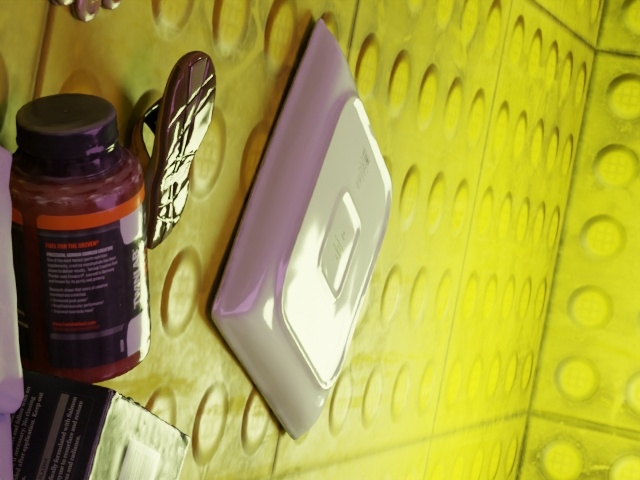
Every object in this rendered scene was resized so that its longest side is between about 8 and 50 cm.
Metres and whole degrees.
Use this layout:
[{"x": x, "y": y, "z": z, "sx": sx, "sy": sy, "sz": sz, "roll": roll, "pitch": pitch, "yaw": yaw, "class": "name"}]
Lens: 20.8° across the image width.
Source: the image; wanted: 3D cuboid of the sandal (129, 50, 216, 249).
[{"x": -0.132, "y": -0.075, "z": 1.435, "sx": 0.072, "sy": 0.049, "sz": 0.180, "roll": -40, "pitch": 152, "yaw": -54, "class": "sandal"}]

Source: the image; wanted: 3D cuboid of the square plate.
[{"x": 0.000, "y": 0.000, "z": 1.841, "sx": 0.347, "sy": 0.049, "sz": 0.344, "roll": 65, "pitch": 41, "yaw": -60, "class": "square plate"}]

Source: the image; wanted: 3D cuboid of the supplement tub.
[{"x": -0.176, "y": -0.002, "z": 1.249, "sx": 0.106, "sy": 0.106, "sz": 0.198, "roll": -50, "pitch": 146, "yaw": -55, "class": "supplement tub"}]

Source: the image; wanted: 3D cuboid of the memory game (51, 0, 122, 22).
[{"x": -0.163, "y": -0.254, "z": 1.290, "sx": 0.186, "sy": 0.012, "sz": 0.186, "roll": 10, "pitch": 90, "yaw": -71, "class": "memory game"}]

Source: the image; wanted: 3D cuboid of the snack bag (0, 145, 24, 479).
[{"x": -0.239, "y": 0.067, "z": 0.966, "sx": 0.323, "sy": 0.037, "sz": 0.343, "roll": 45, "pitch": 38, "yaw": -68, "class": "snack bag"}]

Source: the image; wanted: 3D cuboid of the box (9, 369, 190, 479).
[{"x": -0.195, "y": 0.146, "z": 1.192, "sx": 0.156, "sy": 0.158, "sz": 0.093, "roll": 50, "pitch": 53, "yaw": -66, "class": "box"}]
